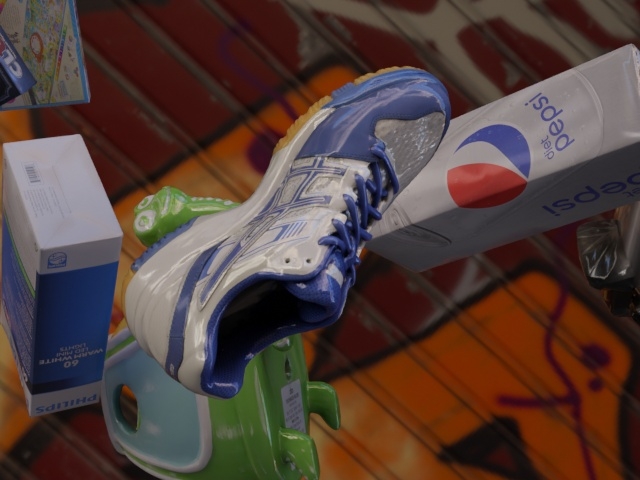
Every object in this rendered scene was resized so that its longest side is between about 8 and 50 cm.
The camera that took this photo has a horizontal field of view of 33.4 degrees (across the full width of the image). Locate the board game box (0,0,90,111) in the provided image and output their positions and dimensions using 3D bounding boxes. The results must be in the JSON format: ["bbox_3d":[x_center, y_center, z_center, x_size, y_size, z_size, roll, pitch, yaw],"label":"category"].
[{"bbox_3d":[-0.321,-0.226,1.194,0.026,0.103,0.154,-108,-167,-65],"label":"board game box"}]

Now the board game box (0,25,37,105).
[{"bbox_3d":[-0.434,-0.232,1.123,0.243,0.165,0.042,59,23,-18],"label":"board game box"}]

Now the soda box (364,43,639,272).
[{"bbox_3d":[0.168,-0.061,0.932,0.286,0.091,0.098,-20,-32,35],"label":"soda box"}]

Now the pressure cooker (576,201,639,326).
[{"bbox_3d":[0.492,-0.041,1.114,0.369,0.375,0.420,31,-32,29],"label":"pressure cooker"}]

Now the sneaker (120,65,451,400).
[{"bbox_3d":[0.000,0.000,0.777,0.131,0.296,0.112,43,-6,45],"label":"sneaker"}]

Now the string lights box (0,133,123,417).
[{"bbox_3d":[-0.256,0.040,1.024,0.133,0.076,0.260,61,-31,33],"label":"string lights box"}]

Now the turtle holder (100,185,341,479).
[{"bbox_3d":[-0.120,0.122,1.143,0.243,0.227,0.320,-78,157,-60],"label":"turtle holder"}]

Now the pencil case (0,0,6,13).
[{"bbox_3d":[-0.243,-0.244,0.699,0.124,0.284,0.124,21,11,-4],"label":"pencil case"}]
